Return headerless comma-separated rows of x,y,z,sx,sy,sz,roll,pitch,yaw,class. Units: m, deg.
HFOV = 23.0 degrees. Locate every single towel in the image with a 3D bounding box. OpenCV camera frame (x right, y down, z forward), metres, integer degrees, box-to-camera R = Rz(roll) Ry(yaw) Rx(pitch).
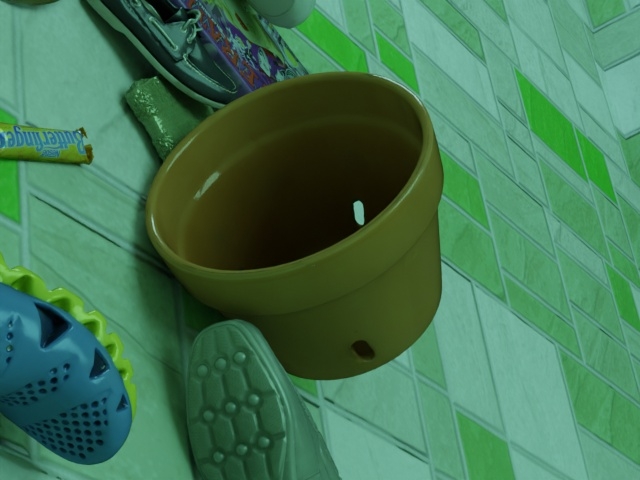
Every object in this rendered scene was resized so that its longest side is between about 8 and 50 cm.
-0.149,-0.127,1.658,0.110,0.027,0.148,61,23,-5,towel

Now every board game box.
-0.129,-0.261,1.789,0.347,0.056,0.208,52,26,-24,board game box

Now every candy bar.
-0.258,-0.089,1.419,0.161,0.018,0.040,1,65,-62,candy bar

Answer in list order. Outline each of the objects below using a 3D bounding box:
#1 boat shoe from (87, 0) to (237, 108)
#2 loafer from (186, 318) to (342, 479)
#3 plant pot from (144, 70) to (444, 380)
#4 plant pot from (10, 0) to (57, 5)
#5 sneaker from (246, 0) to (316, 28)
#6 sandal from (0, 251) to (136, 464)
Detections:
-0.156,-0.219,1.642,0.206,0.065,0.075,41,20,-15,boat shoe
-0.037,0.225,1.446,0.111,0.112,0.319,-10,83,-70,loafer
0.000,0.000,1.557,0.290,0.291,0.203,-87,158,-48,plant pot
-0.289,-0.345,1.510,0.236,0.032,0.236,18,67,-48,plant pot
-0.117,-0.371,1.791,0.152,0.114,0.305,-30,91,-52,sneaker
-0.267,0.063,1.147,0.317,0.126,0.138,45,33,-18,sandal
